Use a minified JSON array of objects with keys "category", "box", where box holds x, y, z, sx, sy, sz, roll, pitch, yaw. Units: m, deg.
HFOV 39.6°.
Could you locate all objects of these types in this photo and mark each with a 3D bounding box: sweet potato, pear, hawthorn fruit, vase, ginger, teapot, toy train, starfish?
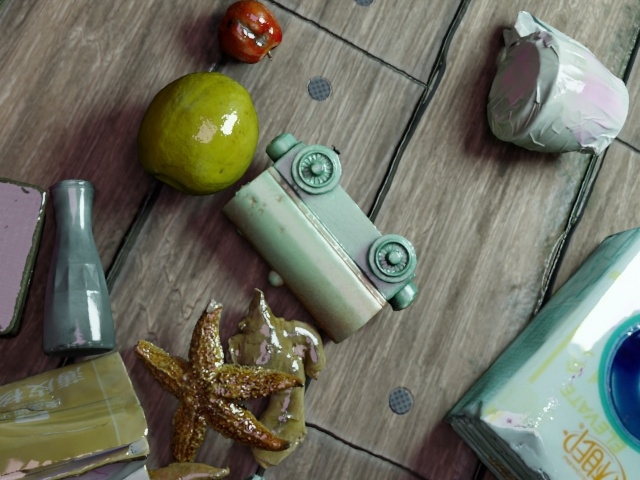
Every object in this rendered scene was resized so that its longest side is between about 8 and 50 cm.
[{"category":"sweet potato","box":[-0.210,0.313,1.085,0.206,0.060,0.068,-21,118,-5]},{"category":"pear","box":[-0.154,-0.135,1.137,0.149,0.149,0.162,35,72,-7]},{"category":"hawthorn fruit","box":[-0.094,-0.283,1.214,0.093,0.093,0.093,3,79,-15]},{"category":"vase","box":[-0.304,0.033,1.102,0.086,0.086,0.214,-3,76,-16]},{"category":"ginger","box":[-0.067,0.182,1.152,0.133,0.059,0.214,21,77,-19]},{"category":"teapot","box":[0.344,-0.214,1.307,0.178,0.221,0.163,17,115,-22]},{"category":"toy train","box":[0.000,0.000,1.182,0.177,0.116,0.285,-41,94,-6]},{"category":"starfish","box":[-0.137,0.197,1.112,0.227,0.043,0.240,14,94,15]}]

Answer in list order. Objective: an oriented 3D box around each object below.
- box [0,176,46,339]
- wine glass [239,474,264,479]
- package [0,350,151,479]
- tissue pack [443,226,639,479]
[{"category":"box","box":[-0.470,0.002,1.026,0.273,0.143,0.184,12,77,-14]},{"category":"wine glass","box":[-0.045,0.492,1.008,0.267,0.267,0.406,-34,85,-18]},{"category":"package","box":[-0.351,0.238,0.980,0.311,0.165,0.221,-12,61,-17]},{"category":"tissue pack","box":[0.404,0.208,1.223,0.388,0.162,0.287,-42,90,-18]}]
